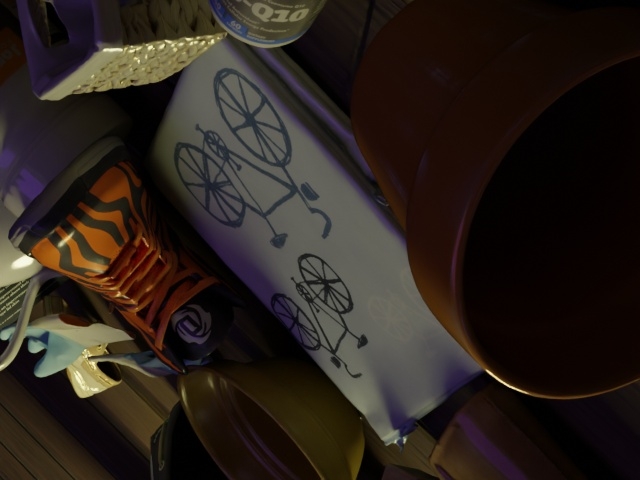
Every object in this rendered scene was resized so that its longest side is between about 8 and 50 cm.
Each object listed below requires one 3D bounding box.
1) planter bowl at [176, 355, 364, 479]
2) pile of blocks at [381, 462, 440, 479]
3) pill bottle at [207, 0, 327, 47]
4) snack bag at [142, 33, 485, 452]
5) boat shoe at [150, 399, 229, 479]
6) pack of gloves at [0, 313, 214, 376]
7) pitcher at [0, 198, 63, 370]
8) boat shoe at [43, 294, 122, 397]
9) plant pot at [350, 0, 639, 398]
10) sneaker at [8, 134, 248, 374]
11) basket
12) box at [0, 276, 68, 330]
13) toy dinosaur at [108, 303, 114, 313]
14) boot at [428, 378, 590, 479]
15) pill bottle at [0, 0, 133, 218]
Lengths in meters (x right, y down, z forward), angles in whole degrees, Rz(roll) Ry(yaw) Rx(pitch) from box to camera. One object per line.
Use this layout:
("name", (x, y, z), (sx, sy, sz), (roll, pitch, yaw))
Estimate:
("planter bowl", (-0.025, 0.172, 1.640), (0.217, 0.090, 0.217), (39, 153, 24))
("pile of blocks", (0.140, 0.354, 1.550), (0.112, 0.149, 0.362), (17, 140, 51))
("pill bottle", (-0.021, -0.183, 1.136), (0.078, 0.078, 0.137), (48, 156, 3))
("snack bag", (0.000, 0.000, 1.416), (0.342, 0.037, 0.323), (48, 156, 4))
("boat shoe", (-0.116, 0.304, 1.848), (0.091, 0.109, 0.305), (105, 155, -51))
("pack of gloves", (-0.217, 0.126, 1.831), (0.195, 0.046, 0.232), (19, 166, -24))
("pitcher", (-0.305, 0.013, 1.730), (0.178, 0.207, 0.125), (53, -176, -7))
("boat shoe", (-0.263, 0.112, 2.002), (0.170, 0.059, 0.063), (73, -174, -54))
("plant pot", (0.115, -0.048, 0.984), (0.188, 0.205, 0.205), (46, 161, 51))
("sneaker", (-0.147, 0.019, 1.532), (0.180, 0.124, 0.321), (45, -178, 6))
("basket", (-0.145, -0.174, 1.295), (0.167, 0.103, 0.113), (-19, 81, 63))
("box", (-0.372, -0.003, 1.905), (0.108, 0.153, 0.207), (36, 151, 29))
("toy dinosaur", (-0.192, 0.037, 1.759), (0.112, 0.064, 0.211), (39, 177, 19))
("boot", (0.194, 0.256, 1.405), (0.269, 0.089, 0.236), (43, 145, 15))
("pill bottle", (-0.307, -0.150, 1.559), (0.278, 0.162, 0.162), (42, 155, 4))
